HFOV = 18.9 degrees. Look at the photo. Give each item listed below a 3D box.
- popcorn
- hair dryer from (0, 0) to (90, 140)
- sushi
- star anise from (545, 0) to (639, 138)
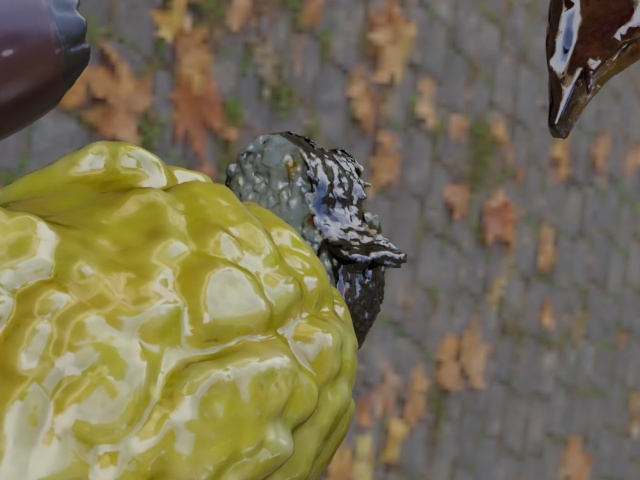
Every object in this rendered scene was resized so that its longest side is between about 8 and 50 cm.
[{"bbox_3d":[-0.097,0.071,0.789,0.226,0.200,0.203,-61,175,-40],"label":"popcorn"},{"bbox_3d":[-0.264,0.008,1.177,0.312,0.123,0.340,-22,114,-13],"label":"hair dryer"},{"bbox_3d":[0.000,0.000,1.757,0.115,0.147,0.212,6,62,-46],"label":"sushi"},{"bbox_3d":[0.156,-0.177,0.876,0.272,0.102,0.272,-41,152,-28],"label":"star anise"}]
